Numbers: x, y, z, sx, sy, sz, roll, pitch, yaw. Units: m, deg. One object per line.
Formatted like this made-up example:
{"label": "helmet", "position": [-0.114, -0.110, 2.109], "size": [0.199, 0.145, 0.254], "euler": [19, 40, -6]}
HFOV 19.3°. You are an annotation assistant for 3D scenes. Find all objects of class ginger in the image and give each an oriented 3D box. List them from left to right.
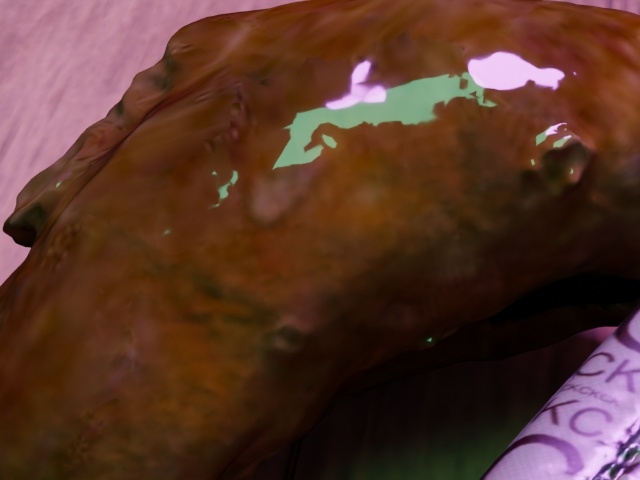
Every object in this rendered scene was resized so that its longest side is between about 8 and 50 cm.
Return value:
{"label": "ginger", "position": [0.000, 0.000, 0.696], "size": [0.321, 0.165, 0.172], "euler": [-25, 68, -5]}

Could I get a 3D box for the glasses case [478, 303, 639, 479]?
{"label": "glasses case", "position": [0.112, 0.089, 0.585], "size": [0.085, 0.137, 0.355], "euler": [23, 44, 30]}
